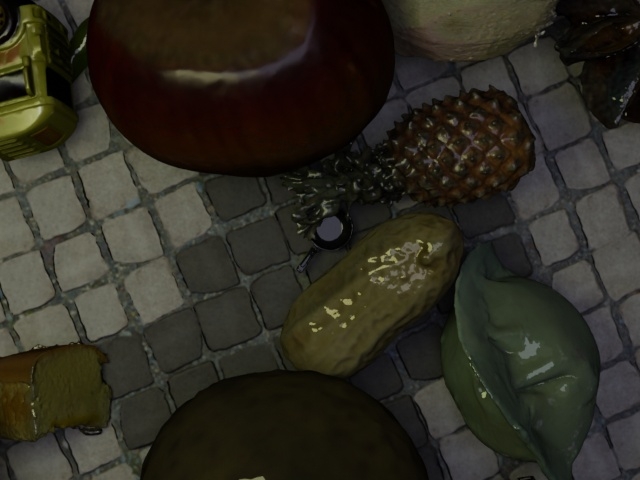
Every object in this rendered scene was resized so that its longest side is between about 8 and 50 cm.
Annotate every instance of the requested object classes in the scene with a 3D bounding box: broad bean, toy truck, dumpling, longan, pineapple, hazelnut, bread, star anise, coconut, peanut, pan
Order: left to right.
[{"bbox_3d":[-0.534,-0.178,1.547,0.405,0.180,0.254,-15,87,3],"label":"toy truck"},{"bbox_3d":[-0.389,0.218,1.634,0.160,0.169,0.140,-4,89,-46],"label":"bread"},{"bbox_3d":[-0.342,-0.279,1.651,0.256,0.053,0.052,-52,136,-2],"label":"broad bean"},{"bbox_3d":[-0.103,-0.251,1.531,0.410,0.359,0.359,5,88,9],"label":"hazelnut"},{"bbox_3d":[-0.047,0.357,1.495,0.391,0.391,0.391,0,89,-5],"label":"longan"},{"bbox_3d":[0.000,0.000,1.686,0.068,0.023,0.115,38,83,-4],"label":"pan"},{"bbox_3d":[0.075,0.075,1.612,0.152,0.152,0.313,43,110,-3],"label":"peanut"},{"bbox_3d":[0.123,-0.103,1.632,0.361,0.175,0.175,-20,90,-3],"label":"pineapple"},{"bbox_3d":[0.184,-0.390,1.586,0.255,0.297,0.297,-2,89,-13],"label":"coconut"},{"bbox_3d":[0.274,0.197,1.627,0.321,0.211,0.270,39,49,8],"label":"dumpling"},{"bbox_3d":[0.432,-0.306,1.649,0.332,0.118,0.331,4,84,-39],"label":"star anise"}]

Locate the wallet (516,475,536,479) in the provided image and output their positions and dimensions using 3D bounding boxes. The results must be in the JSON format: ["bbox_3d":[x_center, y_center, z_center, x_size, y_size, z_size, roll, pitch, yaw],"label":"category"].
[{"bbox_3d":[0.340,0.453,1.663,0.243,0.133,0.039,52,53,-2],"label":"wallet"}]
